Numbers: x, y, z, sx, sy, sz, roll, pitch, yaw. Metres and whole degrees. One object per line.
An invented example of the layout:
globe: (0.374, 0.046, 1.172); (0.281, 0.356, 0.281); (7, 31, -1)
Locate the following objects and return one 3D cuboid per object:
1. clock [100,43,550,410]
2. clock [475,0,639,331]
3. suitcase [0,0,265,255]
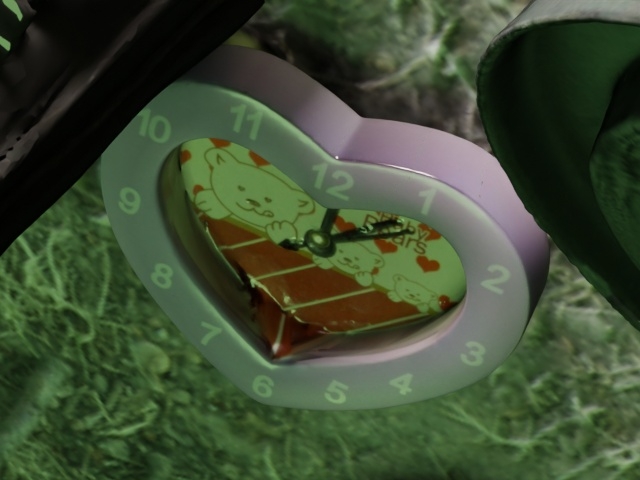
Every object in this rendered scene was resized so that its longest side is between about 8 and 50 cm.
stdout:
clock: (0.000, 0.000, 0.880); (0.198, 0.064, 0.172); (24, 135, 7)
clock: (0.199, 0.011, 0.681); (0.319, 0.066, 0.319); (36, 166, 11)
suitcase: (-0.181, -0.068, 0.720); (0.339, 0.345, 0.188); (-27, 107, 41)
